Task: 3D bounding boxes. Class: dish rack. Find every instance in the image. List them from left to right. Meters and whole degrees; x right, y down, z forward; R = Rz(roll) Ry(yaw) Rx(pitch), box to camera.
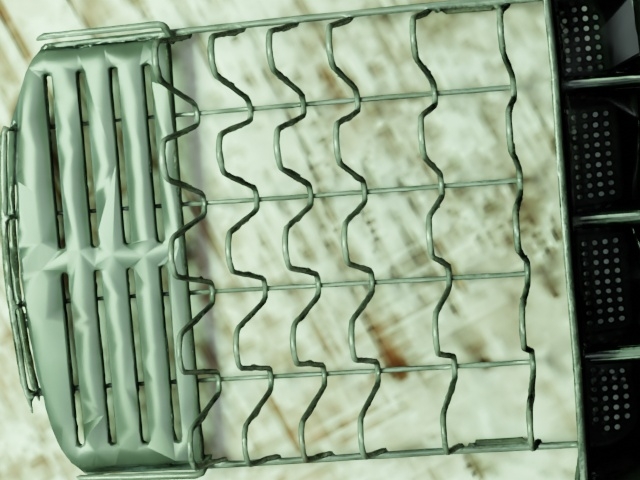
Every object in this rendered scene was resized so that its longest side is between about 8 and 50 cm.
[{"bbox_3d":[0.000,0.000,0.612,0.271,0.074,0.208,-4,91,11],"label":"dish rack"}]
